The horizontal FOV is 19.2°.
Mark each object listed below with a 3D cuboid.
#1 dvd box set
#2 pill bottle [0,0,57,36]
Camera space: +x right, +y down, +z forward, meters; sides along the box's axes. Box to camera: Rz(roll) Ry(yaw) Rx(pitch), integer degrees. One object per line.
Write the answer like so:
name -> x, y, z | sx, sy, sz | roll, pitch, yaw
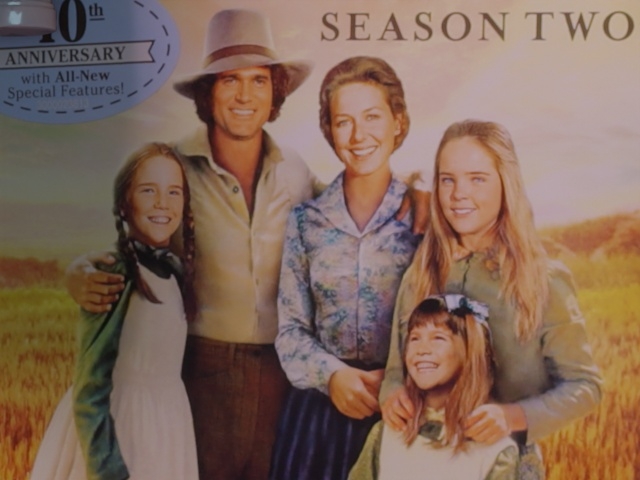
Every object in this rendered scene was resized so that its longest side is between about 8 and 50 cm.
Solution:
dvd box set -> 0.000, 0.000, 0.730 | 0.307, 0.062, 0.420 | 2, 91, 16
pill bottle -> -0.115, -0.120, 0.708 | 0.043, 0.043, 0.083 | -2, 89, -4
